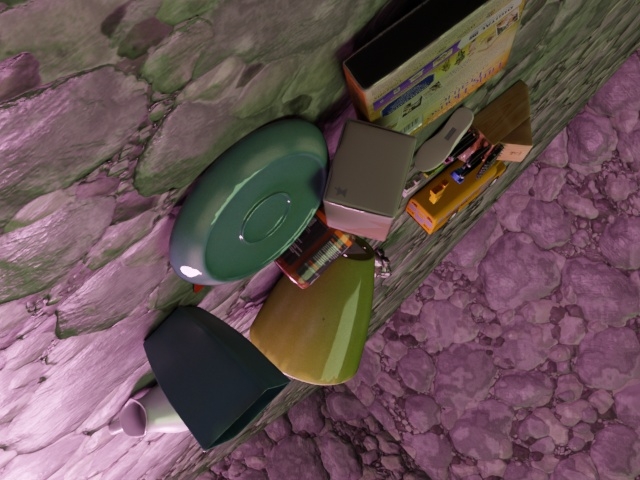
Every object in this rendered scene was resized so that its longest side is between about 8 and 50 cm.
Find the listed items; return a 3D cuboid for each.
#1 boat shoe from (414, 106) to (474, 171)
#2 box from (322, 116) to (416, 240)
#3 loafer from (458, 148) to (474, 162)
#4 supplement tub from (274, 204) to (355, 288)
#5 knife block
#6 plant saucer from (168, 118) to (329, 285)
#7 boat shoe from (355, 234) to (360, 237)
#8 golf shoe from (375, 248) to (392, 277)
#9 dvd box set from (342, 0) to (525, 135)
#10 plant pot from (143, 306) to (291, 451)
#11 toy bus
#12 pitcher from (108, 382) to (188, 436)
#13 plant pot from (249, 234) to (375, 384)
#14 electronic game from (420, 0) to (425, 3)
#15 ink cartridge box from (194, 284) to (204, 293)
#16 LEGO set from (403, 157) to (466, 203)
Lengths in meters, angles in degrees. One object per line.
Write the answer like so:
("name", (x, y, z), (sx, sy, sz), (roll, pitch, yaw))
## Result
("boat shoe", (0.295, -0.238, 2.013), (0.184, 0.066, 0.063), (-56, 165, 9))
("box", (0.081, -0.096, 1.475), (0.311, 0.121, 0.148), (69, 37, -85))
("loafer", (0.430, -0.267, 2.328), (0.056, 0.050, 0.148), (-37, 171, -40))
("supplement tub", (0.000, 0.000, 1.756), (0.198, 0.106, 0.106), (-44, 167, 2))
("knife block", (0.422, -0.292, 2.208), (0.088, 0.242, 0.276), (111, -17, -65))
("plant saucer", (-0.095, -0.045, 1.316), (0.317, 0.043, 0.318), (-37, 154, -21))
("boat shoe", (0.072, 0.035, 2.148), (0.081, 0.079, 0.227), (-36, 163, -12))
("golf shoe", (0.169, 0.083, 2.650), (0.094, 0.077, 0.198), (-32, 160, -2))
("dvd box set", (0.190, -0.290, 1.392), (0.307, 0.062, 0.420), (-36, 170, 2))
("plant pot", (-0.210, 0.244, 1.604), (0.166, 0.234, 0.165), (-46, 167, 7))
("toy bus", (0.401, -0.161, 2.469), (0.332, 0.108, 0.130), (-39, 165, -19))
("pitcher", (-0.358, 0.379, 1.897), (0.177, 0.126, 0.207), (-27, 170, 40))
("plant pot", (0.009, 0.131, 1.949), (0.274, 0.274, 0.294), (-24, 140, -56))
("electronic game", (0.233, -0.424, 1.227), (0.229, 0.048, 0.229), (-34, 169, -7))
("ink cartridge box", (-0.139, 0.016, 1.502), (0.189, 0.066, 0.232), (-39, 162, -20))
("LEGO set", (0.312, -0.157, 2.251), (0.227, 0.087, 0.093), (-37, 166, -22))
